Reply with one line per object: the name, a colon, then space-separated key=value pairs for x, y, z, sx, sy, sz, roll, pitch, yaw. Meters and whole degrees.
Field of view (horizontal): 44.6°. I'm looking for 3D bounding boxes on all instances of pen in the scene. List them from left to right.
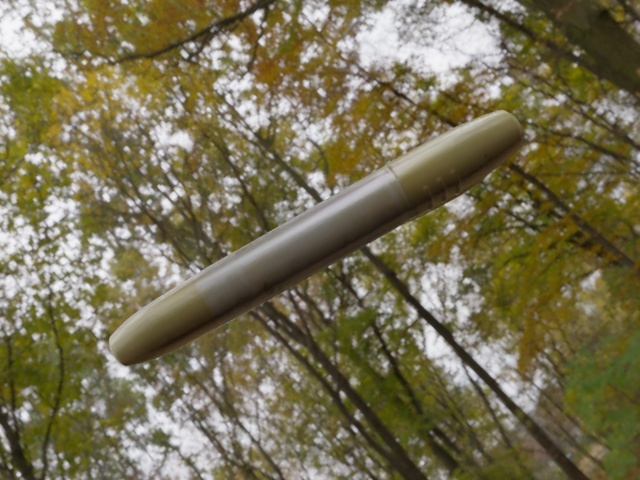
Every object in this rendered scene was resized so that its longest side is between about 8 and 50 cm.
pen: x=0.000 y=0.000 z=0.395 sx=0.234 sy=0.032 sz=0.040 roll=-29 pitch=-28 yaw=-2
